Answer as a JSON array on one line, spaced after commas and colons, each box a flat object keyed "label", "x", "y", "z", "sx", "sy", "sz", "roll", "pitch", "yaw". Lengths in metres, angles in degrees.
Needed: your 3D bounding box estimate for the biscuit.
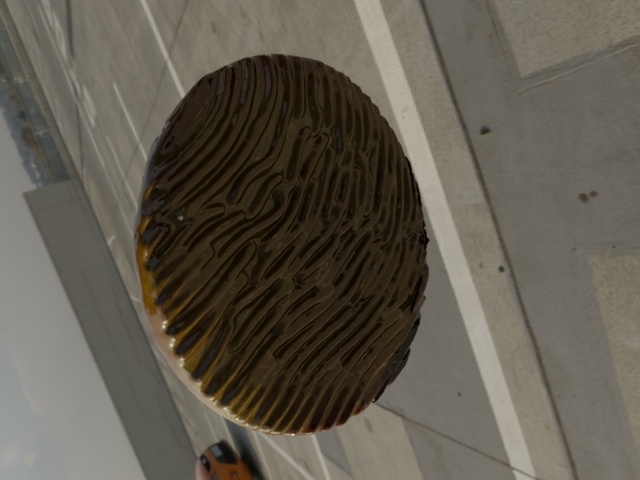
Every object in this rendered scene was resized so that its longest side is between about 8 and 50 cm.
[{"label": "biscuit", "x": 0.000, "y": 0.000, "z": 0.393, "sx": 0.040, "sy": 0.318, "sz": 0.318, "roll": -7, "pitch": 106, "yaw": 44}]
